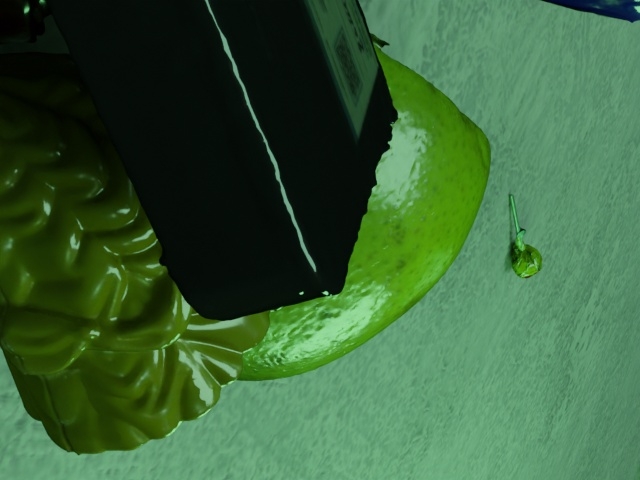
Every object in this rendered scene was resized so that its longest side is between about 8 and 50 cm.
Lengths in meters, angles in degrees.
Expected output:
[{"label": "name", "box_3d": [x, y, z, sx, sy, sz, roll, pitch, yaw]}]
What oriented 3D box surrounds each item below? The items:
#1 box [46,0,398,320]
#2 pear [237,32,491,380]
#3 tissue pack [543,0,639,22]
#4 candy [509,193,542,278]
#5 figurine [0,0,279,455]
[{"label": "box", "box_3d": [-0.059, -0.162, 0.387, 0.211, 0.058, 0.350, -72, 143, -62]}, {"label": "pear", "box_3d": [0.004, 0.003, 0.740, 0.239, 0.139, 0.288, -58, 150, -1]}, {"label": "tissue pack", "box_3d": [0.097, -0.213, 0.595, 0.209, 0.269, 0.137, -13, 122, -55]}, {"label": "candy", "box_3d": [0.222, -0.007, 1.212, 0.035, 0.035, 0.123, -85, 161, -48]}, {"label": "figurine", "box_3d": [-0.140, -0.071, 0.440, 0.187, 0.168, 0.315, -49, 138, -13]}]
